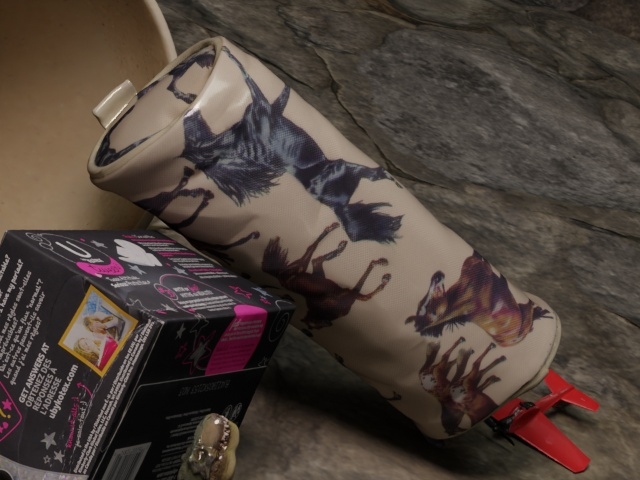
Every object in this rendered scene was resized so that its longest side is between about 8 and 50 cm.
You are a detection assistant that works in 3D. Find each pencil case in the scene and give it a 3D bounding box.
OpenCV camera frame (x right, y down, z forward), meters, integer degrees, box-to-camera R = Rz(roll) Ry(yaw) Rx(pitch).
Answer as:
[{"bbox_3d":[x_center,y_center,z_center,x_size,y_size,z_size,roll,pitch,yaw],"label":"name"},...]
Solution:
[{"bbox_3d":[0.000,0.000,1.622,0.410,0.160,0.183,39,-22,-18],"label":"pencil case"}]

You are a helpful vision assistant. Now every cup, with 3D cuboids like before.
[{"bbox_3d":[-0.319,-0.117,1.678,0.331,0.331,0.237,2,3,-35],"label":"cup"}]

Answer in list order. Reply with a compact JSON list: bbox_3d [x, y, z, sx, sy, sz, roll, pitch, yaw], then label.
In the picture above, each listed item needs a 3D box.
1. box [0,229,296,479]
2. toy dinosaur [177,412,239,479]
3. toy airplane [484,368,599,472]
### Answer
[{"bbox_3d":[-0.151,0.090,1.435,0.142,0.163,0.247,29,10,19],"label":"box"},{"bbox_3d":[-0.021,0.247,1.317,0.118,0.064,0.268,0,59,-33],"label":"toy dinosaur"},{"bbox_3d":[0.200,0.155,1.787,0.151,0.028,0.151,17,26,-9],"label":"toy airplane"}]
